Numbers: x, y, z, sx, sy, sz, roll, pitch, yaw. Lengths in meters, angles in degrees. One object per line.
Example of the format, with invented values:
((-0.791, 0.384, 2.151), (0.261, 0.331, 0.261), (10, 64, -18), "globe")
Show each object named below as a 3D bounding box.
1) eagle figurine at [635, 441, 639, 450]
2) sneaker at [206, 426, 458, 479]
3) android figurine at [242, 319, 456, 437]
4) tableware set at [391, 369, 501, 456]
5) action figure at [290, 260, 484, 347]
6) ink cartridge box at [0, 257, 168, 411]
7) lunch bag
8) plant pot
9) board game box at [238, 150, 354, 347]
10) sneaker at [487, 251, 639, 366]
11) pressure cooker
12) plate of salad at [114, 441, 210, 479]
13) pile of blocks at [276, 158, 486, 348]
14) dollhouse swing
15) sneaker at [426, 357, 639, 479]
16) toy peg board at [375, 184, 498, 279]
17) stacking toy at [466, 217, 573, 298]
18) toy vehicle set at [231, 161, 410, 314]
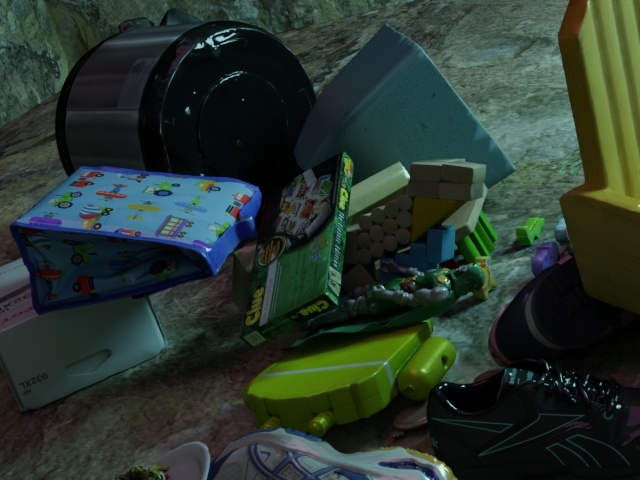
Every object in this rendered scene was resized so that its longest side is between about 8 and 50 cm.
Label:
((0.360, 0.126, 0.951), (0.226, 0.298, 0.225), (-22, 45, -36), "eagle figurine")
((-0.016, 0.254, 1.192), (0.296, 0.111, 0.131), (-7, 28, 39), "sneaker")
((0.025, 0.156, 1.474), (0.248, 0.056, 0.273), (-10, 15, 29), "android figurine")
((0.156, 0.180, 1.360), (0.169, 0.020, 0.141), (-25, 14, -2), "tableware set")
((0.084, 0.066, 1.527), (0.232, 0.063, 0.137), (-14, 18, 20), "action figure")
((-0.379, 0.106, 1.898), (0.223, 0.129, 0.307), (-24, 20, -14), "ink cartridge box")
((-0.223, -0.016, 1.723), (0.293, 0.138, 0.221), (-4, 23, 18), "lunch bag")
((0.102, -0.146, 1.985), (0.252, 0.248, 0.247), (-39, 19, 4), "plant pot")
((-0.026, 0.007, 1.590), (0.136, 0.030, 0.259), (-25, 35, 28), "board game box")
((0.311, 0.053, 1.454), (0.319, 0.112, 0.131), (-20, -13, -36), "sneaker")
((-0.253, -0.202, 2.253), (0.370, 0.375, 0.420), (-36, 26, -33), "pressure cooker")
((-0.186, 0.277, 1.287), (0.200, 0.048, 0.200), (-42, 19, 18), "plate of salad")
((0.089, 0.021, 1.642), (0.362, 0.149, 0.113), (-36, -10, 28), "pile of blocks")
((0.446, -0.114, 1.331), (0.315, 0.304, 0.347), (21, 34, 40), "dollhouse swing")
((0.227, 0.167, 1.211), (0.267, 0.106, 0.101), (-12, 19, 15), "sneaker")
((0.163, 0.013, 1.760), (0.161, 0.079, 0.161), (-28, 13, 24), "toy peg board")
((0.304, 0.006, 1.654), (0.167, 0.052, 0.221), (-4, 23, 36), "stacking toy")
((0.000, 0.000, 1.779), (0.267, 0.035, 0.166), (-29, -18, -17), "toy vehicle set")
